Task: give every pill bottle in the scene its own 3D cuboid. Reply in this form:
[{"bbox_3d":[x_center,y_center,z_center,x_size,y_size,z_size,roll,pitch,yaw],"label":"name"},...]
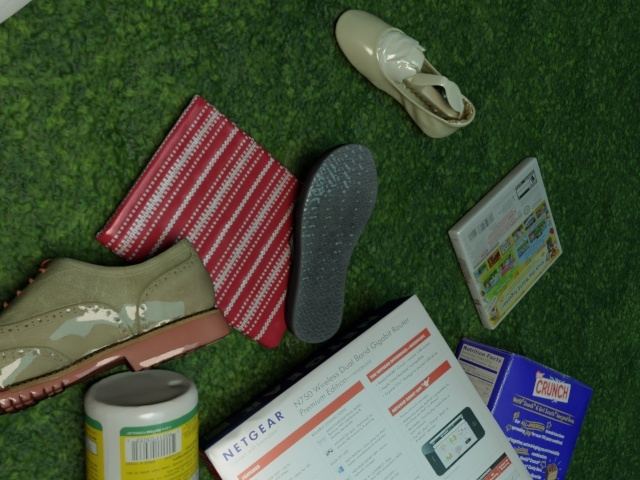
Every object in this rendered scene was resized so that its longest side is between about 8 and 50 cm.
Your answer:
[{"bbox_3d":[-0.189,0.254,0.687,0.118,0.118,0.208,-6,101,-37],"label":"pill bottle"}]

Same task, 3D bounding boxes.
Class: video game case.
[{"bbox_3d":[0.321,0.004,1.094,0.227,0.026,0.206,-40,120,-26],"label":"video game case"}]

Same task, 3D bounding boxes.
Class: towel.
[{"bbox_3d":[-0.100,-0.011,0.762,0.275,0.031,0.198,40,74,-35],"label":"towel"}]

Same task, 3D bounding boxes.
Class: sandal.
[{"bbox_3d":[-0.001,0.000,0.795,0.097,0.054,0.254,8,103,-31],"label":"sandal"}]

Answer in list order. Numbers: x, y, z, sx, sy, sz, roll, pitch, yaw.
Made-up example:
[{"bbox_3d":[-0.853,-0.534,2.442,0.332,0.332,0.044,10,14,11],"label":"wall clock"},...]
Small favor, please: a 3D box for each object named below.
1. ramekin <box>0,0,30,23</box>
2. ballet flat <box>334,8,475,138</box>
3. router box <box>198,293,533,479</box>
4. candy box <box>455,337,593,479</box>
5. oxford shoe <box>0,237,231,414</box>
[{"bbox_3d":[-0.280,-0.227,0.479,0.207,0.207,0.109,-50,133,-19],"label":"ramekin"},{"bbox_3d":[0.125,-0.224,0.864,0.248,0.086,0.086,33,78,-37],"label":"ballet flat"},{"bbox_3d":[0.065,0.283,0.818,0.335,0.082,0.301,-32,91,-23],"label":"router box"},{"bbox_3d":[0.302,0.352,1.082,0.268,0.122,0.317,26,83,-36],"label":"candy box"},{"bbox_3d":[-0.267,0.088,0.615,0.348,0.123,0.130,-15,83,-30],"label":"oxford shoe"}]
